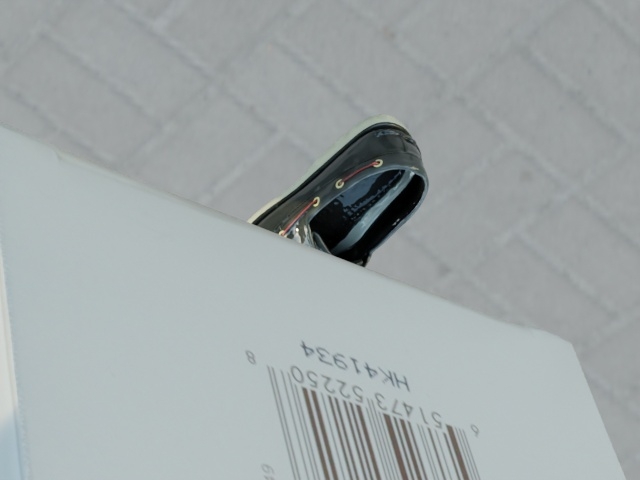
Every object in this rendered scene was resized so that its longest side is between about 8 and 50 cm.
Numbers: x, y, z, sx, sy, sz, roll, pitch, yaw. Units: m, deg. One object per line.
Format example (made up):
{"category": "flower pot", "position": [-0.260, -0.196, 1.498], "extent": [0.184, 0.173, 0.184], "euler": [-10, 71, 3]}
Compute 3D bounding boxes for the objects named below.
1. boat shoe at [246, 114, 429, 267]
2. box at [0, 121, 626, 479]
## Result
{"category": "boat shoe", "position": [-0.001, -0.001, 0.799], "extent": [0.049, 0.042, 0.133], "euler": [29, 116, -35]}
{"category": "box", "position": [-0.088, 0.164, 0.500], "extent": [0.215, 0.168, 0.345], "euler": [22, 126, -34]}
